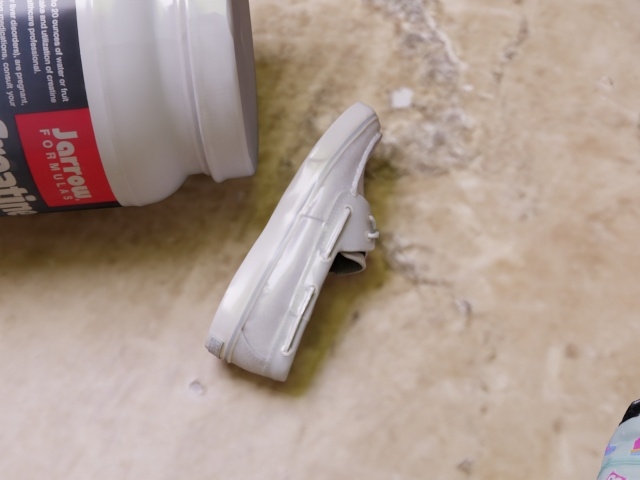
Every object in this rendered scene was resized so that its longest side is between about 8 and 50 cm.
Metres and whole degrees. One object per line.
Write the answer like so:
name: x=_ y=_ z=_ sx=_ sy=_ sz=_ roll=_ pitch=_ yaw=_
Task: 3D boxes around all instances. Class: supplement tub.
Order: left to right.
supplement tub: x=-0.181 y=-0.109 z=0.780 sx=0.272 sy=0.191 sz=0.191 roll=-5 pitch=59 yaw=2

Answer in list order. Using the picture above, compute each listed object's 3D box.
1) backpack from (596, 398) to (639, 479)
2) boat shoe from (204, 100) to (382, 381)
backpack: x=0.218 y=0.146 z=0.632 sx=0.182 sy=0.152 sz=0.115 roll=11 pitch=51 yaw=24
boat shoe: x=0.000 y=0.000 z=0.780 sx=0.063 sy=0.066 sz=0.184 roll=29 pitch=62 yaw=4
